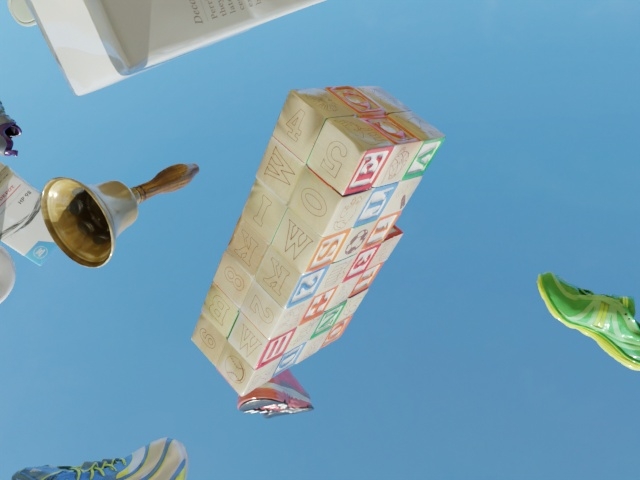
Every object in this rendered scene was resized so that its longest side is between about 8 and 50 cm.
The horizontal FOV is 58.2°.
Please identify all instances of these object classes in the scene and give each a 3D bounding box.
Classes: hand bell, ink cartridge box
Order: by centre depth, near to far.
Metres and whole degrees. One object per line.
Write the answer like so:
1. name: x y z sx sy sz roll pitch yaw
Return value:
1. hand bell: -0.258 -0.070 0.830 0.126 0.126 0.242 13 -150 24
2. ink cartridge box: -0.522 -0.051 0.982 0.060 0.180 0.104 28 -105 45

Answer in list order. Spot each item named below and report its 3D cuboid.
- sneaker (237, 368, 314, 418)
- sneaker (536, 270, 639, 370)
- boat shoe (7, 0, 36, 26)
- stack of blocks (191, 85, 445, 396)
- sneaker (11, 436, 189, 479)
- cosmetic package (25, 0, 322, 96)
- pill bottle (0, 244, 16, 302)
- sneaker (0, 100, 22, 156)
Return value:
1. sneaker: -0.091 0.299 1.232 0.115 0.314 0.136 -12 -113 7
2. sneaker: 0.585 0.144 1.198 0.295 0.124 0.109 34 -150 2
3. boat shoe: -0.583 -0.573 1.318 0.302 0.115 0.091 0 -147 23
4. stack of blocks: 0.000 0.000 0.572 0.087 0.297 0.171 42 -144 22
5. sneaker: -0.229 0.257 0.578 0.091 0.126 0.240 3 -154 28
6. cosmetic package: -0.261 -0.472 0.938 0.393 0.328 0.329 -33 -156 -29
7. pill bottle: -0.578 0.037 0.920 0.208 0.119 0.119 14 -120 47
8. sneaker: -0.649 -0.239 1.143 0.083 0.098 0.224 -53 -138 36
